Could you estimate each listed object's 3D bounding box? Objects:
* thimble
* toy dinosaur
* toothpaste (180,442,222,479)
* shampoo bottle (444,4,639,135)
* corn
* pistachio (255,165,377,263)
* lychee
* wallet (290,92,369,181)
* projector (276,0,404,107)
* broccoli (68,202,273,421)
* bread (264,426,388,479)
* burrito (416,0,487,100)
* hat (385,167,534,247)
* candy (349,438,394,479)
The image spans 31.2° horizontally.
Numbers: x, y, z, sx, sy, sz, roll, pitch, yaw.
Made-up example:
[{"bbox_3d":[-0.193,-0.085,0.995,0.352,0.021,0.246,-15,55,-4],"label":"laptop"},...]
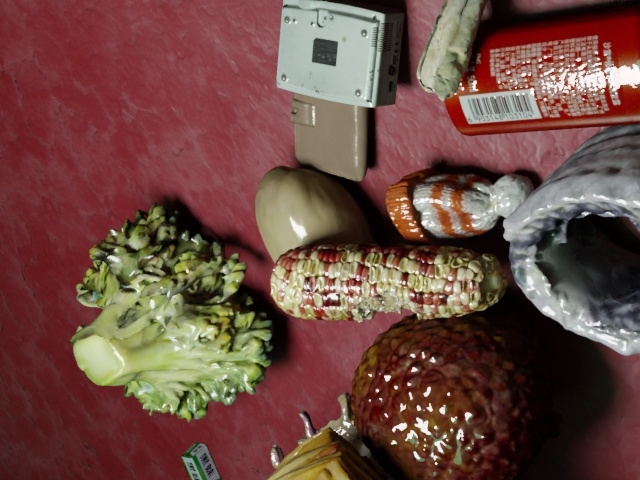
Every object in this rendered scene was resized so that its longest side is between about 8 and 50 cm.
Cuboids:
[{"bbox_3d":[0.322,-0.005,1.173,0.245,0.157,0.217,9,124,40],"label":"thimble"},{"bbox_3d":[0.017,0.332,1.526,0.200,0.072,0.251,-10,79,22],"label":"toy dinosaur"},{"bbox_3d":[-0.201,0.457,2.103,0.037,0.043,0.178,-1,118,43],"label":"toothpaste"},{"bbox_3d":[0.265,-0.172,1.164,0.314,0.076,0.118,0,104,43],"label":"shampoo bottle"},{"bbox_3d":[0.077,0.051,1.367,0.290,0.098,0.098,1,120,25],"label":"corn"},{"bbox_3d":[0.000,0.000,1.504,0.136,0.136,0.226,-22,101,49],"label":"pistachio"},{"bbox_3d":[0.163,0.197,1.396,0.260,0.260,0.260,24,133,29],"label":"lychee"},{"bbox_3d":[0.014,-0.157,1.446,0.118,0.039,0.153,21,128,29],"label":"wallet"},{"bbox_3d":[0.020,-0.224,1.348,0.147,0.061,0.115,17,109,33],"label":"projector"},{"bbox_3d":[-0.230,0.117,1.753,0.324,0.272,0.334,-27,92,10],"label":"broccoli"},{"bbox_3d":[0.008,0.404,1.418,0.314,0.191,0.370,45,124,-6],"label":"bread"},{"bbox_3d":[0.148,-0.239,1.193,0.058,0.045,0.188,34,109,56],"label":"burrito"},{"bbox_3d":[0.171,-0.042,1.345,0.162,0.093,0.112,-3,143,38],"label":"hat"},{"bbox_3d":[0.088,0.444,1.662,0.427,0.186,0.386,-36,98,36],"label":"candy"}]
